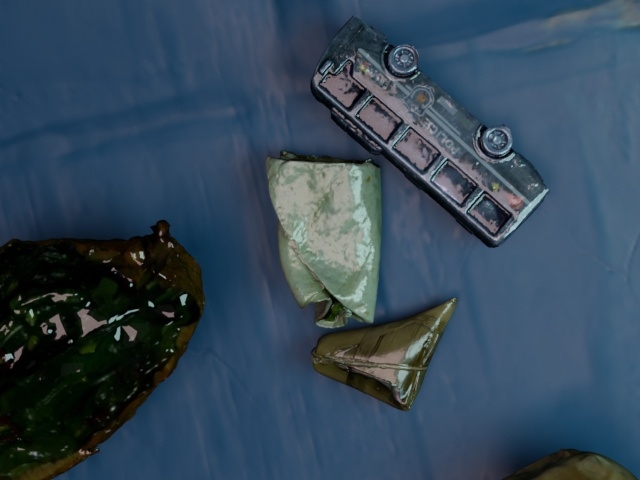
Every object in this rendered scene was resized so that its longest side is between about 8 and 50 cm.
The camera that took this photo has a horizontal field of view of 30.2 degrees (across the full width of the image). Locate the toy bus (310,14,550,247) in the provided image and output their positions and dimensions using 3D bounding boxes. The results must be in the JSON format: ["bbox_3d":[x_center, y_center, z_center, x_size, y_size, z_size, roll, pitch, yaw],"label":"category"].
[{"bbox_3d":[0.067,-0.068,0.743,0.166,0.047,0.065,41,89,2],"label":"toy bus"}]

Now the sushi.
[{"bbox_3d":[-0.188,0.077,0.772,0.287,0.140,0.149,-42,95,12],"label":"sushi"}]

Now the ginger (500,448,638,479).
[{"bbox_3d":[0.228,0.290,0.706,0.256,0.176,0.375,-43,87,18],"label":"ginger"}]

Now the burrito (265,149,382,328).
[{"bbox_3d":[0.004,0.000,0.773,0.074,0.044,0.118,-2,95,2],"label":"burrito"}]

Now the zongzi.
[{"bbox_3d":[0.040,0.061,0.777,0.076,0.040,0.083,24,98,7],"label":"zongzi"}]
